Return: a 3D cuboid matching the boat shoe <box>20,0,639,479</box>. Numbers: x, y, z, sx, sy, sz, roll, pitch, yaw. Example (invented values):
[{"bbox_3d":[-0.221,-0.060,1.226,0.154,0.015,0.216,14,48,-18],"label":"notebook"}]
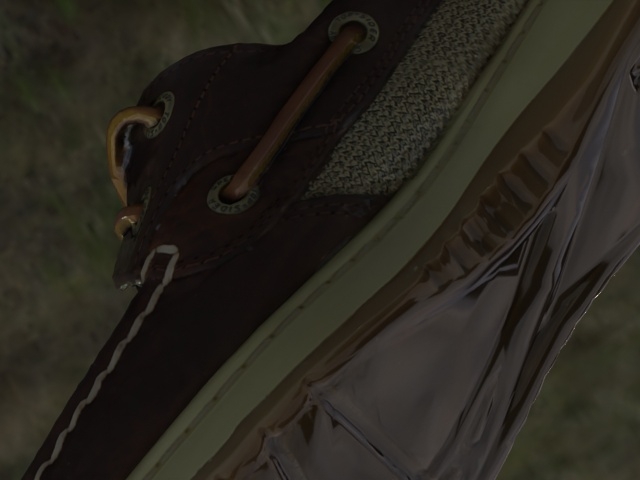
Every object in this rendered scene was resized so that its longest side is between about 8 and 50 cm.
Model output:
[{"bbox_3d":[0.000,0.000,0.518,0.342,0.123,0.123,-52,147,-18],"label":"boat shoe"}]
